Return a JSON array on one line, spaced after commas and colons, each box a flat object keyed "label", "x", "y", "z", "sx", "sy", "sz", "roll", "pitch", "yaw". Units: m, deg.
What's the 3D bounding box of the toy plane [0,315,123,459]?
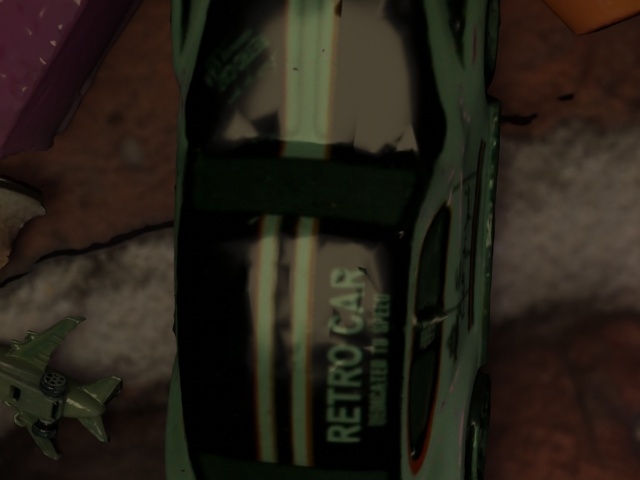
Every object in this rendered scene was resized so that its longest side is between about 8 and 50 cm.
[{"label": "toy plane", "x": -0.133, "y": 0.067, "z": 0.735, "sx": 0.083, "sy": 0.033, "sz": 0.080, "roll": 19, "pitch": 121, "yaw": 8}]

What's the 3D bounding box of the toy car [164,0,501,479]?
[{"label": "toy car", "x": 0.000, "y": 0.000, "z": 0.644, "sx": 0.136, "sy": 0.125, "sz": 0.306, "roll": 5, "pitch": 106, "yaw": 12}]

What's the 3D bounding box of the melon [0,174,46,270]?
[{"label": "melon", "x": -0.209, "y": 0.022, "z": 0.733, "sx": 0.098, "sy": 0.054, "sz": 0.182, "roll": 36, "pitch": 109, "yaw": -5}]

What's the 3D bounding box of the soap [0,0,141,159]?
[{"label": "soap", "x": -0.181, "y": -0.177, "z": 0.663, "sx": 0.259, "sy": 0.081, "sz": 0.181, "roll": 37, "pitch": 108, "yaw": 2}]

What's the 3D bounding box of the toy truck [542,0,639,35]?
[{"label": "toy truck", "x": 0.171, "y": -0.185, "z": 0.535, "sx": 0.239, "sy": 0.189, "sz": 0.265, "roll": 18, "pitch": 106, "yaw": 17}]
